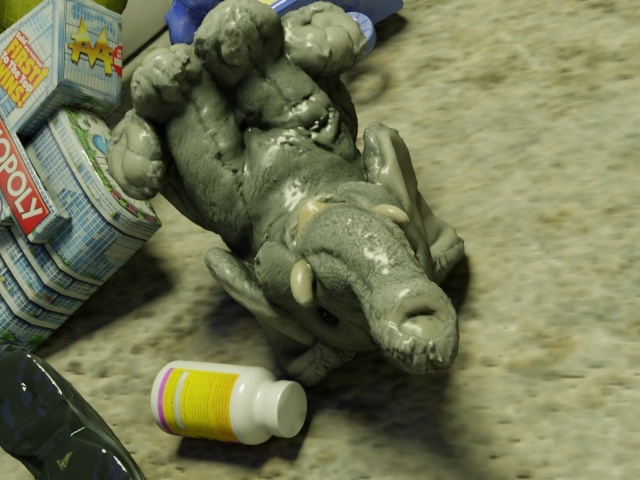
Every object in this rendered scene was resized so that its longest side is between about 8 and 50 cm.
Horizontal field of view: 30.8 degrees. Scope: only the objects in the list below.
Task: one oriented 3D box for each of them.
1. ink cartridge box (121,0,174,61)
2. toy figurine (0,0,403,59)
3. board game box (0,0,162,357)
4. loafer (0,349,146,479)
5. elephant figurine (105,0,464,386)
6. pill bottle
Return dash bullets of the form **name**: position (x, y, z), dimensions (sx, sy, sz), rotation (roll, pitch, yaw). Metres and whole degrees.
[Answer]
- **ink cartridge box**: position (-0.156, -0.294, 0.917), dimensions (0.283, 0.207, 0.117), rotation (-41, 43, -6)
- **toy figurine**: position (-0.054, -0.194, 0.787), dimensions (0.363, 0.191, 0.217), rotation (-32, 64, -6)
- **board game box**: position (-0.191, -0.056, 0.764), dimensions (0.194, 0.060, 0.194), rotation (-43, 61, 21)
- **loafer**: position (-0.125, 0.133, 0.647), dimensions (0.062, 0.061, 0.170), rotation (-38, 65, 3)
- **elephant figurine**: position (0.000, 0.000, 0.628), dimensions (0.239, 0.186, 0.169), rotation (54, 126, 21)
- **pill bottle**: position (-0.051, 0.091, 0.648), dimensions (0.083, 0.043, 0.043), rotation (1, 55, 32)
